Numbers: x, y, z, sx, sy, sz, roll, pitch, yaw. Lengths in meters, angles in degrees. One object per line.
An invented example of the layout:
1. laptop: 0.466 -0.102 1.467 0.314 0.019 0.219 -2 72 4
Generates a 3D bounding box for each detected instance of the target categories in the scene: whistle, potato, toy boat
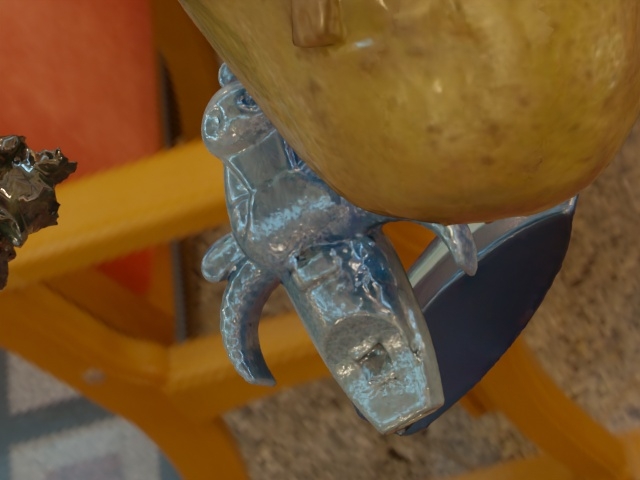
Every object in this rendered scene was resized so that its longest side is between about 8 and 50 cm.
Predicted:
1. whistle: 0.000 0.000 1.214 0.180 0.093 0.269 -32 79 19
2. potato: 0.006 -0.161 0.943 0.290 0.296 0.397 -17 14 -33
3. toy boat: 0.120 0.043 1.460 0.299 0.096 0.062 -53 18 35

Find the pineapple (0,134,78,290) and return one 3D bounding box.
1. pineapple: -0.324 -0.006 1.389 0.362 0.202 0.202 -24 48 42
